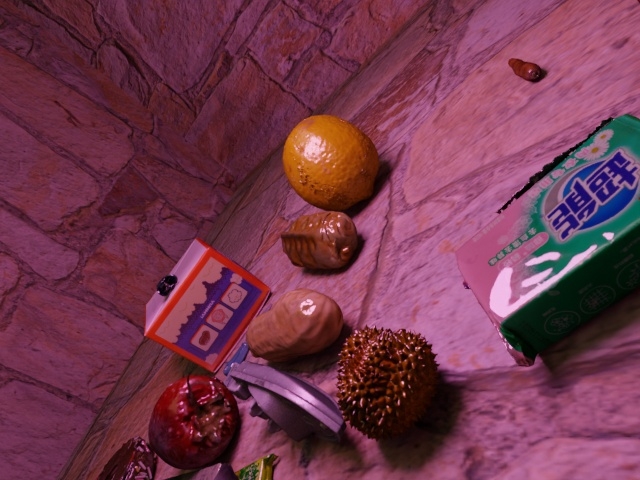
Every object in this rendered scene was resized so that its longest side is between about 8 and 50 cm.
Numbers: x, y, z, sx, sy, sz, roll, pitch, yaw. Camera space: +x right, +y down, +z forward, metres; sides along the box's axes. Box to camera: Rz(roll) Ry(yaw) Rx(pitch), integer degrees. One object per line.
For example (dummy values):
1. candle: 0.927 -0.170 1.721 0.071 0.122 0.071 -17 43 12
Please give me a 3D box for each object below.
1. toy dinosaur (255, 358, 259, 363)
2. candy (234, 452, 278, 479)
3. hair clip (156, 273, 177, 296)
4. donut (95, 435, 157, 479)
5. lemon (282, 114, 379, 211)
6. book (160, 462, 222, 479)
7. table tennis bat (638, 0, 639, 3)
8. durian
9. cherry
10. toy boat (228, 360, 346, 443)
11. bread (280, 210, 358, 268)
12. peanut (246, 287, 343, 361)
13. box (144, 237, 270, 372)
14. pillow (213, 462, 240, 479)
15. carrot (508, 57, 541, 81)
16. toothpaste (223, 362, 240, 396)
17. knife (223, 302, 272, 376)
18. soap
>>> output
1. toy dinosaur: -0.176 0.336 1.030 0.083 0.021 0.062 -59 9 -16
2. candy: -0.145 0.463 0.739 0.178 0.032 0.102 -40 24 29
3. hair clip: -0.492 0.138 1.286 0.070 0.039 0.230 -58 18 -17
4. donut: -0.558 0.690 1.128 0.270 0.103 0.269 -42 21 20
5. lemon: 0.023 -0.224 1.164 0.258 0.310 0.258 -39 -18 -15
6. book: -0.319 0.613 0.818 0.379 0.031 0.264 -39 24 41
7. table tennis bat: 0.638 -0.498 0.684 0.200 0.038 0.310 -32 29 41
8. durian: 0.089 0.194 0.572 0.158 0.137 0.167 -123 57 -88
9. cherry: -0.300 0.413 0.920 0.250 0.192 0.175 -35 -3 25
10. toy boat: -0.057 0.284 0.697 0.092 0.141 0.320 -49 18 -29
11. bread: 0.000 0.000 1.071 0.268 0.130 0.151 -3 88 63
12. peanut: -0.061 0.187 0.891 0.319 0.148 0.147 -35 26 50
13. box: -0.384 0.197 1.360 0.318 0.257 0.349 -57 22 -9
14. pillow: -0.161 0.498 0.603 0.186 0.106 0.249 10 62 47
15. carrot: 0.447 -0.382 0.899 0.036 0.036 0.165 -42 20 24
16. toothpaste: -0.246 0.399 1.050 0.046 0.034 0.164 -11 45 60
17. knife: -0.208 0.285 1.178 0.058 0.032 0.244 -38 18 52
18. soap: 0.305 -0.001 0.481 0.273 0.098 0.217 -45 28 22
